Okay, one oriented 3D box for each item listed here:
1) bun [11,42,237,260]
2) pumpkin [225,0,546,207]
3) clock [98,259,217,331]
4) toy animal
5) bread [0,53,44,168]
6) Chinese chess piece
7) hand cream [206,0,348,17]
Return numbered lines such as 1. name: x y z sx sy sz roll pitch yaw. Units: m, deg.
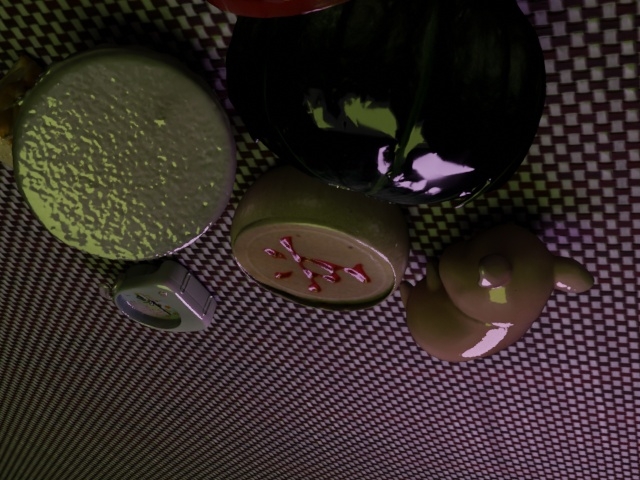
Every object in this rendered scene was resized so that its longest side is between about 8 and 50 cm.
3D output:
1. bun: -0.235 -0.120 1.002 0.263 0.175 0.263 -3 111 -8
2. pumpkin: 0.063 -0.173 0.731 0.295 0.296 0.296 12 146 8
3. clock: -0.291 0.099 1.423 0.191 0.062 0.151 -5 142 30
4. toy animal: 0.210 0.073 1.077 0.166 0.154 0.250 -16 160 -31
5. bread: -0.348 -0.132 1.055 0.068 0.126 0.188 -14 136 39
6. Chinese chess piece: 0.000 0.000 1.118 0.249 0.103 0.250 11 148 7
7. hand cream: -0.021 -0.290 0.600 0.230 0.230 0.149 3 143 20
